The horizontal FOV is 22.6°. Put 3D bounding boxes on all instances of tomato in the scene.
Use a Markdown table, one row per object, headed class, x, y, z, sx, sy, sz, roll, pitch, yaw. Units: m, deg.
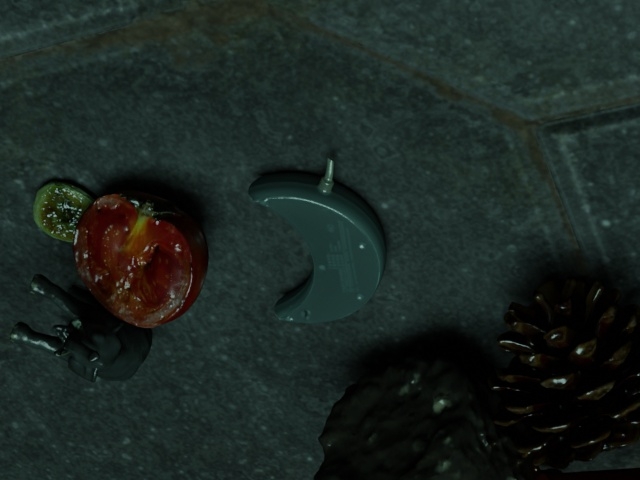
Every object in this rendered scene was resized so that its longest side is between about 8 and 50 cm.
| class | x | y | z | sx | sy | sz | roll | pitch | yaw |
| --- | --- | --- | --- | --- | --- | --- | --- | --- | --- |
| tomato | -0.180 | 0.013 | 1.709 | 0.159 | 0.091 | 0.139 | 24 | 112 | 21 |

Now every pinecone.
| class | x | y | z | sx | sy | sz | roll | pitch | yaw |
| --- | --- | --- | --- | --- | --- | --- | --- | --- | --- |
| pinecone | 0.264 | 0.131 | 1.651 | 0.208 | 0.207 | 0.207 | 7 | 131 | 8 |

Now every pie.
| class | x | y | z | sx | sy | sz | roll | pitch | yaw |
| --- | --- | --- | --- | --- | --- | --- | --- | --- | --- |
| pie | -0.275 | -0.030 | 1.740 | 0.084 | 0.021 | 0.084 | 7 | 132 | 8 |

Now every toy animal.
| class | x | y | z | sx | sy | sz | roll | pitch | yaw |
| --- | --- | --- | --- | --- | --- | --- | --- | --- | --- |
| toy animal | -0.262 | 0.100 | 1.732 | 0.137 | 0.269 | 0.082 | 24 | 89 | 9 |

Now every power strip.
| class | x | y | z | sx | sy | sz | roll | pitch | yaw |
| --- | --- | --- | --- | --- | --- | --- | --- | --- | --- |
| power strip | 0.000 | 0.000 | 1.686 | 0.137 | 0.044 | 0.216 | 2 | 131 | 11 |

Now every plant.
| class | x | y | z | sx | sy | sz | roll | pitch | yaw |
| --- | --- | --- | --- | --- | --- | --- | --- | --- | --- |
| plant | 0.152 | 0.283 | 1.787 | 0.215 | 0.213 | 0.312 | -19 | 133 | 25 |

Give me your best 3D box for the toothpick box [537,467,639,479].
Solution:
| class | x | y | z | sx | sy | sz | roll | pitch | yaw |
| --- | --- | --- | --- | --- | --- | --- | --- | --- | --- |
| toothpick box | 0.394 | 0.321 | 1.598 | 0.333 | 0.204 | 0.204 | -3 | 131 | -3 |
